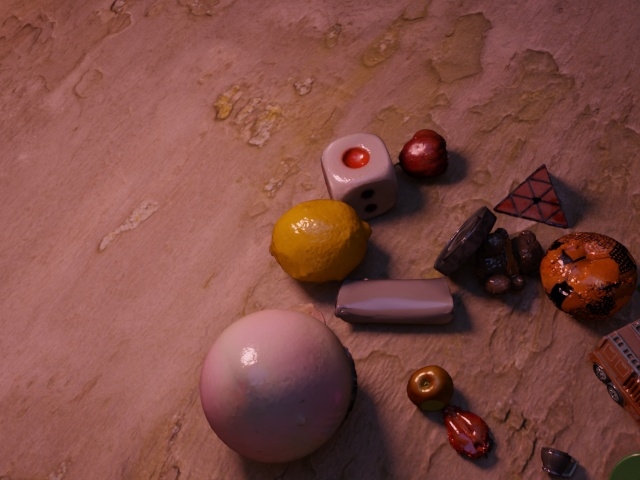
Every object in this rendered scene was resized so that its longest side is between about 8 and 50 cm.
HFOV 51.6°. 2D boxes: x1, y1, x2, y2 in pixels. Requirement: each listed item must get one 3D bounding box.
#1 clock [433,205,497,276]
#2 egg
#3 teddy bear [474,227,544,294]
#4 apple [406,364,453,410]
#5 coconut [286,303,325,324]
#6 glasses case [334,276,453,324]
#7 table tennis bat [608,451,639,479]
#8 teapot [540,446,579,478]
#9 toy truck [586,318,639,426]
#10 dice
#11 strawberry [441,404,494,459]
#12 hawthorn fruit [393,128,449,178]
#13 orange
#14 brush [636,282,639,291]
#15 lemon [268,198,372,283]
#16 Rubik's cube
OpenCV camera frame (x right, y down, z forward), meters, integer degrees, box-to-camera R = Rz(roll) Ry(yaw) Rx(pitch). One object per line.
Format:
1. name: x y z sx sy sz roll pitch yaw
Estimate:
1. clock: 0.384 0.003 1.759 0.042 0.215 0.215 38 68 0
2. egg: -0.118 0.328 1.495 0.355 0.340 0.354 -2 81 15
3. teddy bear: 0.505 0.050 1.766 0.190 0.140 0.177 -13 87 -9
4. apple: 0.266 0.355 1.612 0.114 0.102 0.099 -8 55 13
5. coconut: -0.054 0.228 1.742 0.116 0.122 0.116 16 57 -26
6. glasses case: 0.196 0.160 1.763 0.308 0.083 0.128 0 52 9
7. table tennis bat: 0.720 0.496 1.402 0.160 0.039 0.257 31 111 24
8. teapot: 0.540 0.506 1.503 0.088 0.066 0.057 18 80 -6
9. toy truck: 0.763 0.338 1.508 0.136 0.162 0.305 -24 57 -7
10. dice: 0.112 -0.184 1.932 0.194 0.191 0.193 -17 55 -4
11. strawberry: 0.347 0.451 1.571 0.104 0.048 0.152 -35 62 -18
12. hawthorn fruit: 0.299 -0.250 1.981 0.172 0.148 0.148 -22 55 18
13. orange: 0.677 0.088 1.673 0.235 0.182 0.234 -10 47 11
14. brush: 0.849 0.143 1.704 0.019 0.021 0.083 -25 58 -10
15. lemon: 0.000 0.000 1.811 0.289 0.233 0.233 -9 57 -1
16. Rubik's cube: 0.648 -0.135 1.905 0.190 0.211 0.178 43 46 -4
